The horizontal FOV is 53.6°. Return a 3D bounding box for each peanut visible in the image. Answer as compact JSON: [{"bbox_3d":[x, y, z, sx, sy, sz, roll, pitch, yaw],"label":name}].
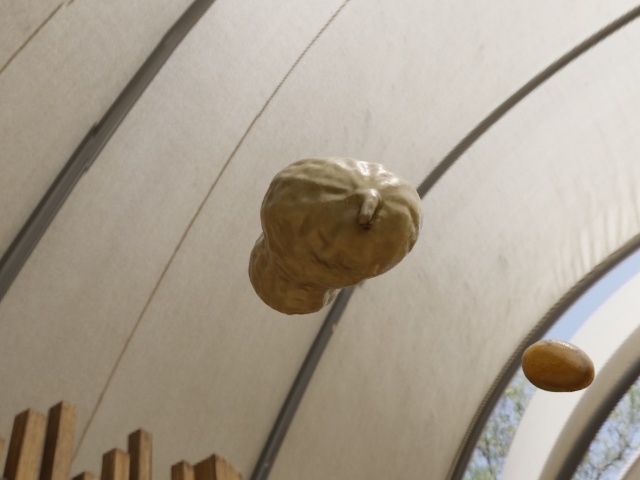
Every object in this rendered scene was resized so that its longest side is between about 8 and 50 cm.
[{"bbox_3d":[-0.004,-0.009,0.742,0.143,0.159,0.291,-32,-3,-31],"label":"peanut"}]

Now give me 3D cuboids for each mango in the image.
[{"bbox_3d":[0.343,0.183,0.914,0.057,0.114,0.078,33,-101,-28],"label":"mango"}]
